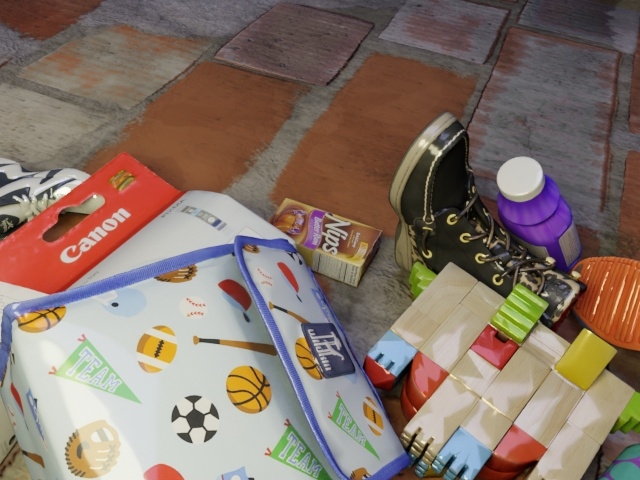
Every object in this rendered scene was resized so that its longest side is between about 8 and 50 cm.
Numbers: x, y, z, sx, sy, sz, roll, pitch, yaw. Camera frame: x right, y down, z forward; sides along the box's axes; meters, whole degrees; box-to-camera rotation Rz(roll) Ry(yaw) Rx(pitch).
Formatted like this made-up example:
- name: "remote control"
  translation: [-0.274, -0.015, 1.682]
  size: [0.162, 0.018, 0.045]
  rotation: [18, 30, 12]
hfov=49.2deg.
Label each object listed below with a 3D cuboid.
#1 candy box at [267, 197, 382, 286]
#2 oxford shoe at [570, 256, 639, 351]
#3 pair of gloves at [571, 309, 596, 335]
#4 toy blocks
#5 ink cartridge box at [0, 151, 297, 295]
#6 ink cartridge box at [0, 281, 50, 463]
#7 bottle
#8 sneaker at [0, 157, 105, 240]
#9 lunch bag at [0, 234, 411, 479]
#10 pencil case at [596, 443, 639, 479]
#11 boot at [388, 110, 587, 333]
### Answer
- name: "candy box"
  translation: [0.000, 0.000, 1.199]
  size: [0.187, 0.053, 0.109]
  rotation: [20, 41, 13]
- name: "oxford shoe"
  translation: [0.525, 0.117, 1.027]
  size: [0.133, 0.129, 0.364]
  rotation: [13, 9, -31]
- name: "pair of gloves"
  translation: [0.500, 0.098, 1.181]
  size: [0.198, 0.023, 0.159]
  rotation: [-18, 47, -26]
- name: "toy blocks"
  translation: [0.204, 0.213, 0.908]
  size: [0.381, 0.190, 0.261]
  rotation: [37, 61, 19]
- name: "ink cartridge box"
  translation: [-0.276, 0.019, 1.038]
  size: [0.385, 0.091, 0.308]
  rotation: [34, 59, 18]
- name: "ink cartridge box"
  translation: [-0.408, 0.173, 0.863]
  size: [0.086, 0.148, 0.203]
  rotation: [13, 41, 9]
- name: "bottle"
  translation: [0.347, -0.037, 1.126]
  size: [0.092, 0.283, 0.118]
  rotation: [-47, 53, -1]
- name: "sneaker"
  translation: [-0.482, -0.051, 1.161]
  size: [0.235, 0.094, 0.153]
  rotation: [16, 48, 0]
- name: "lunch bag"
  translation: [-0.111, 0.183, 0.779]
  size: [0.386, 0.239, 0.327]
  rotation: [-15, 69, -36]
- name: "pencil case"
  translation: [0.379, 0.319, 0.873]
  size: [0.152, 0.064, 0.070]
  rotation: [-30, 37, -35]
- name: "boot"
  translation: [0.242, 0.005, 1.008]
  size: [0.284, 0.377, 0.138]
  rotation: [38, 67, 23]
